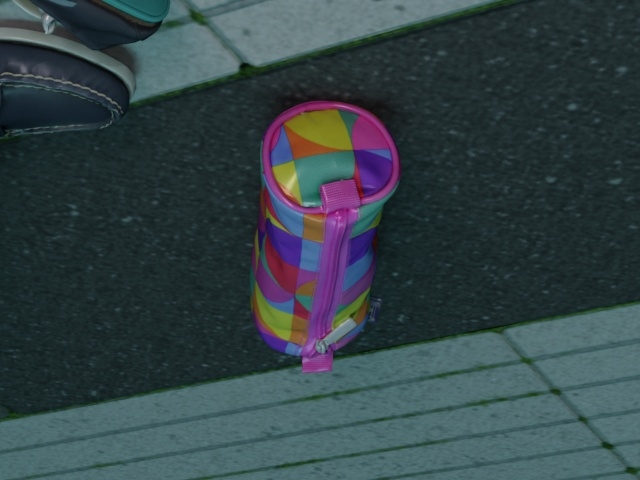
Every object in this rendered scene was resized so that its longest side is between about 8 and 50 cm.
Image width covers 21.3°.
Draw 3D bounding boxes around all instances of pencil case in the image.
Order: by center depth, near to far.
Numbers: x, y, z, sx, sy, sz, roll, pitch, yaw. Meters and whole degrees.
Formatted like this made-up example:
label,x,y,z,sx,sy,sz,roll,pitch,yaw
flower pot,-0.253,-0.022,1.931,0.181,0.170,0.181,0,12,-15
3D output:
label,x,y,z,sx,sy,sz,roll,pitch,yaw
pencil case,0.000,0.000,1.215,0.104,0.104,0.236,4,150,0

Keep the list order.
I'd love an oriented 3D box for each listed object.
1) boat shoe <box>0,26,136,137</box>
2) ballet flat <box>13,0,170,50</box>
label,x,y,z,sx,sy,sz,roll,pitch,yaw
boat shoe,-0.249,-0.091,1.102,0.254,0.079,0.095,7,149,-6
ballet flat,-0.176,-0.167,0.975,0.074,0.074,0.203,-19,145,35
